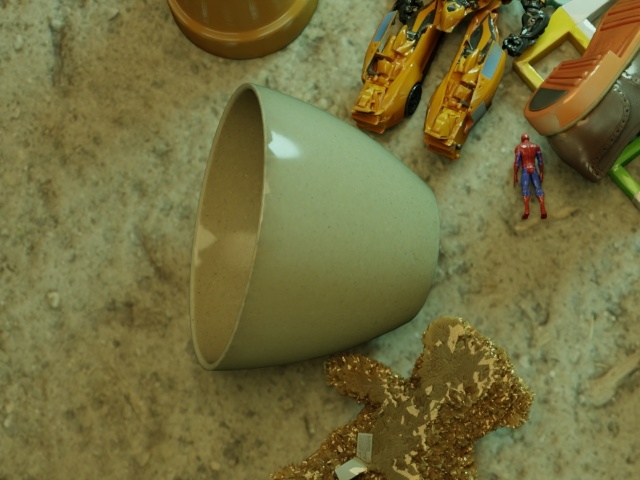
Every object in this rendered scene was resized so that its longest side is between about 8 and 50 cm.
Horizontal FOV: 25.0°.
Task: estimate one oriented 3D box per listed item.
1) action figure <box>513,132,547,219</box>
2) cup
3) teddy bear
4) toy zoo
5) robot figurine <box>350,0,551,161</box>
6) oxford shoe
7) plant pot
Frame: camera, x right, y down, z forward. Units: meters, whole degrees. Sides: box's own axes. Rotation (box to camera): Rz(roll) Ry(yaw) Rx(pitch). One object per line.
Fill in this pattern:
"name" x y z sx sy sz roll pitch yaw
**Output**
"action figure" 0.260 -0.081 1.798 0.038 0.030 0.115 -2 69 0
"cup" 0.000 0.000 1.679 0.237 0.331 0.331 9 74 -16
"teddy bear" 0.091 0.244 1.694 0.245 0.113 0.338 26 86 20
"toy zoo" 0.379 -0.206 1.820 0.192 0.030 0.293 -38 74 -5
"robot figurine" 0.163 -0.255 1.820 0.211 0.085 0.291 20 78 21
"oxford shoe" 0.403 -0.221 1.763 0.364 0.130 0.132 -43 107 -14
"plant pot" -0.110 -0.361 1.833 0.205 0.188 0.205 -2 74 6
